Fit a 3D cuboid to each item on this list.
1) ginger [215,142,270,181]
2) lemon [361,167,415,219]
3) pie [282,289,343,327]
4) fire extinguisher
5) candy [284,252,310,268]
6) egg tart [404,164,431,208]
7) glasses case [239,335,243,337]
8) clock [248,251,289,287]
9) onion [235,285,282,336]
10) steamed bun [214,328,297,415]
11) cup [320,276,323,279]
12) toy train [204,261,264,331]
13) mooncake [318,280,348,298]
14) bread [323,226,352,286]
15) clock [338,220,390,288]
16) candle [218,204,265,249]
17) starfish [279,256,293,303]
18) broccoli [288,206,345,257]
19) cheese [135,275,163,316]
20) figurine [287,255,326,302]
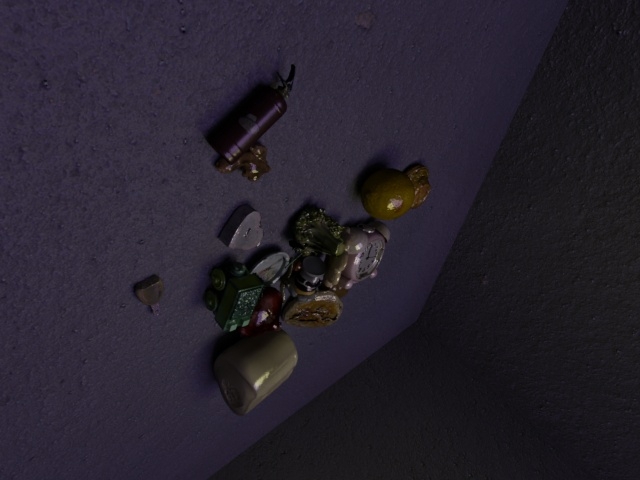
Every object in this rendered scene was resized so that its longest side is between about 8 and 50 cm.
[{"bbox_3d":[-0.248,-0.249,1.496,0.214,0.059,0.133,-29,141,-34],"label":"ginger"},{"bbox_3d":[0.317,-0.216,2.111,0.267,0.267,0.267,-34,148,-25],"label":"lemon"},{"bbox_3d":[-0.040,0.379,2.388,0.339,0.077,0.339,-7,140,-6],"label":"pie"},{"bbox_3d":[-0.191,-0.390,1.357,0.344,0.102,0.138,-46,159,-4],"label":"fire extinguisher"},{"bbox_3d":[-0.104,0.074,2.034,0.202,0.061,0.061,-42,155,-48],"label":"candy"},{"bbox_3d":[0.504,-0.268,2.428,0.294,0.123,0.294,-34,146,-27],"label":"egg tart"},{"bbox_3d":[-0.362,0.456,2.216,0.083,0.021,0.032,-19,139,-42],"label":"glasses case"},{"bbox_3d":[-0.241,0.128,1.955,0.236,0.053,0.236,-37,153,-23],"label":"clock"},{"bbox_3d":[-0.260,0.342,1.999,0.272,0.195,0.272,-42,171,-8],"label":"onion"},{"bbox_3d":[-0.318,0.608,2.184,0.371,0.290,0.456,-31,161,-39],"label":"steamed bun"},{"bbox_3d":[-0.021,0.152,2.282,0.116,0.074,0.104,41,62,-65],"label":"cup"},{"bbox_3d":[-0.348,0.218,1.784,0.159,0.188,0.271,-10,135,-47],"label":"toy train"},{"bbox_3d":[0.059,0.270,2.475,0.235,0.117,0.235,-33,150,-22],"label":"mooncake"},{"bbox_3d":[0.072,0.074,2.138,0.054,0.316,0.316,18,118,-12],"label":"bread"},{"bbox_3d":[0.212,0.061,2.374,0.342,0.184,0.326,-23,139,-49],"label":"clock"},{"bbox_3d":[-0.295,-0.033,1.681,0.168,0.068,0.192,-35,147,-29],"label":"candle"},{"bbox_3d":[-0.158,0.181,2.066,0.050,0.217,0.223,8,91,-15],"label":"starfish"},{"bbox_3d":[0.000,0.000,1.932,0.247,0.243,0.263,-36,137,-25],"label":"broccoli"},{"bbox_3d":[-0.595,0.207,1.591,0.097,0.037,0.192,-29,146,-29],"label":"cheese"},{"bbox_3d":[-0.075,0.189,2.152,0.133,0.176,0.236,-45,164,-47],"label":"figurine"}]
